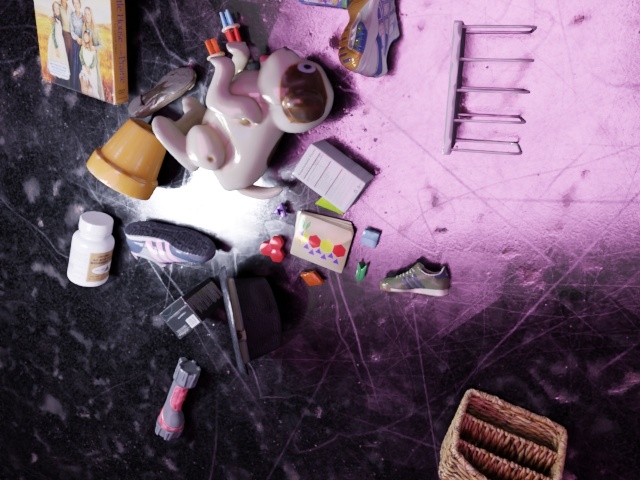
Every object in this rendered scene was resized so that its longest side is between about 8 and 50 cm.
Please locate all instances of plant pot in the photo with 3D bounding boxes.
[{"bbox_3d":[-0.555,-0.254,1.568,0.205,0.205,0.188,36,99,6],"label":"plant pot"}]

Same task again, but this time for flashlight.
[{"bbox_3d":[-0.499,0.565,1.854,0.103,0.103,0.304,19,114,-15],"label":"flashlight"}]

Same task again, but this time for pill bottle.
[{"bbox_3d":[-0.763,0.027,1.757,0.131,0.131,0.230,25,114,11],"label":"pill bottle"}]

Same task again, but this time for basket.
[{"bbox_3d":[0.496,0.591,1.435,0.298,0.213,0.223,22,114,12],"label":"basket"}]

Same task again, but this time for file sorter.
[{"bbox_3d":[0.381,-0.343,1.190,0.172,0.193,0.278,6,109,16],"label":"file sorter"}]

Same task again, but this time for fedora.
[{"bbox_3d":[-0.205,0.229,1.587,0.152,0.334,0.335,-11,105,-12],"label":"fedora"}]

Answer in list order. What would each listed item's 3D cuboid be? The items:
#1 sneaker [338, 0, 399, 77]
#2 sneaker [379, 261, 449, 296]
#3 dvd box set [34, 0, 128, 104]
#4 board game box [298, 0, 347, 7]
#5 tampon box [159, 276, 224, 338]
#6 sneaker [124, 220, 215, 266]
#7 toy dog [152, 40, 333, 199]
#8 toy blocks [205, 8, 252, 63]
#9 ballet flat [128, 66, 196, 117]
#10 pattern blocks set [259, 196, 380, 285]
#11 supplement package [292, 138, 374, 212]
[{"bbox_3d":[0.135,-0.543,1.273,0.111,0.130,0.297,21,96,51],"label":"sneaker"},{"bbox_3d":[0.261,0.100,1.451,0.191,0.064,0.086,5,101,18],"label":"sneaker"},{"bbox_3d":[-0.691,-0.637,1.505,0.307,0.062,0.421,22,123,18],"label":"dvd box set"},{"bbox_3d":[0.023,-0.686,1.294,0.136,0.035,0.202,13,111,16],"label":"board game box"},{"bbox_3d":[-0.400,0.213,1.668,0.120,0.161,0.101,-38,92,27],"label":"tampon box"},{"bbox_3d":[-0.473,0.031,1.682,0.318,0.112,0.131,15,128,18],"label":"sneaker"},{"bbox_3d":[-0.159,-0.316,1.349,0.407,0.285,0.396,-30,101,24],"label":"toy dog"},{"bbox_3d":[-0.264,-0.538,1.436,0.123,0.054,0.148,-15,101,23],"label":"toy blocks"},{"bbox_3d":[-0.459,-0.428,1.546,0.249,0.058,0.084,-25,62,20],"label":"ballet flat"},{"bbox_3d":[0.000,0.000,1.528,0.324,0.026,0.286,28,114,9],"label":"pattern blocks set"},{"bbox_3d":[0.035,-0.176,1.415,0.179,0.105,0.105,38,116,6],"label":"supplement package"}]
